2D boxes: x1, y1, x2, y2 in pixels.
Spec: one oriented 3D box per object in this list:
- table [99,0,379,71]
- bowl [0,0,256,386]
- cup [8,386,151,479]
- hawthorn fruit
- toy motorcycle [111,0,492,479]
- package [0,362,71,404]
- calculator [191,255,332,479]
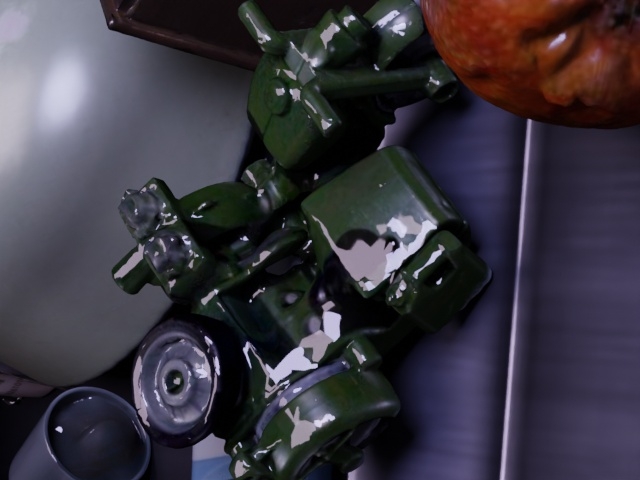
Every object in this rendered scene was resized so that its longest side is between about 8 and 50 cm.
[{"bbox_3d":[-0.025,-0.224,1.158,0.193,0.169,0.172,-51,42,32],"label":"table"},{"bbox_3d":[-0.209,-0.094,1.338,0.354,0.185,0.354,-33,46,43],"label":"bowl"},{"bbox_3d":[-0.161,0.160,1.329,0.077,0.078,0.100,-47,67,45],"label":"cup"},{"bbox_3d":[0.124,-0.136,0.940,0.179,0.173,0.173,132,143,-76],"label":"hawthorn fruit"},{"bbox_3d":[0.000,0.000,1.075,0.275,0.127,0.205,-45,60,18],"label":"toy motorcycle"},{"bbox_3d":[-0.326,0.071,1.475,0.251,0.204,0.062,22,98,57],"label":"package"},{"bbox_3d":[-0.035,0.096,1.190,0.121,0.039,0.210,-18,66,53],"label":"calculator"}]
